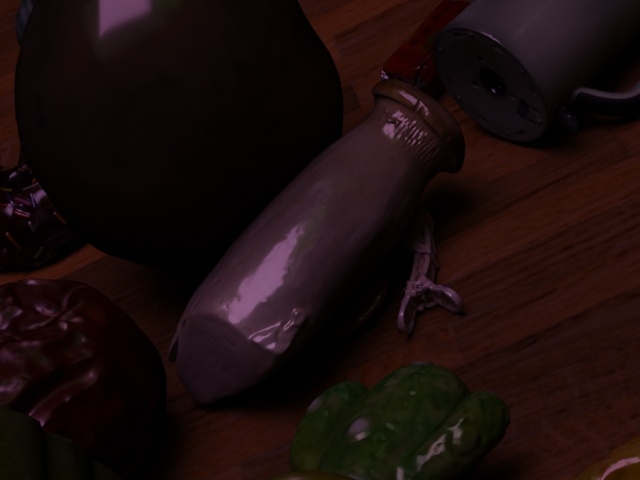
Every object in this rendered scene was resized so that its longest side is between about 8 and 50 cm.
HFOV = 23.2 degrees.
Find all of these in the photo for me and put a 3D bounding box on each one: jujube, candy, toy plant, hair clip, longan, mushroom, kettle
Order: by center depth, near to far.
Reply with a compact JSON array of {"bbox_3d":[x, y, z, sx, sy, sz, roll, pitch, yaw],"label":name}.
[{"bbox_3d":[0.044,0.216,1.384,0.224,0.184,0.316,-15,28,33],"label":"toy plant"},{"bbox_3d":[-0.331,0.208,1.562,0.276,0.276,0.377,14,42,42],"label":"jujube"},{"bbox_3d":[-0.001,0.000,1.634,0.137,0.154,0.407,37,76,6],"label":"mushroom"},{"bbox_3d":[0.111,0.010,1.679,0.072,0.034,0.226,-17,38,13],"label":"hair clip"},{"bbox_3d":[-0.159,-0.161,1.750,0.404,0.404,0.336,-39,31,-13],"label":"longan"},{"bbox_3d":[0.290,-0.233,1.770,0.240,0.165,0.255,38,64,20],"label":"kettle"},{"bbox_3d":[0.148,-0.237,1.924,0.086,0.059,0.292,13,53,46],"label":"candy"}]

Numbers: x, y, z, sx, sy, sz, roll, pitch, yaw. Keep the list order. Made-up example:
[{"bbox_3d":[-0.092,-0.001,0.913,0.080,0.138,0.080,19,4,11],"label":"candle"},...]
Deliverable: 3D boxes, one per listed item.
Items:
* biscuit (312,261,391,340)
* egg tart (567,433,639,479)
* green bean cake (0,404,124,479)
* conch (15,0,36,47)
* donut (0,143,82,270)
[{"bbox_3d":[0.024,0.061,1.679,0.120,0.015,0.120,-26,35,19],"label":"biscuit"},{"bbox_3d":[0.291,0.265,1.168,0.345,0.132,0.345,-27,26,14],"label":"egg tart"},{"bbox_3d":[-0.281,0.336,1.279,0.335,0.319,0.218,-40,33,15],"label":"green bean cake"},{"bbox_3d":[-0.324,-0.358,2.288,0.277,0.195,0.220,-64,14,-5],"label":"conch"},{"bbox_3d":[-0.372,-0.065,2.021,0.230,0.096,0.216,-25,37,3],"label":"donut"}]
